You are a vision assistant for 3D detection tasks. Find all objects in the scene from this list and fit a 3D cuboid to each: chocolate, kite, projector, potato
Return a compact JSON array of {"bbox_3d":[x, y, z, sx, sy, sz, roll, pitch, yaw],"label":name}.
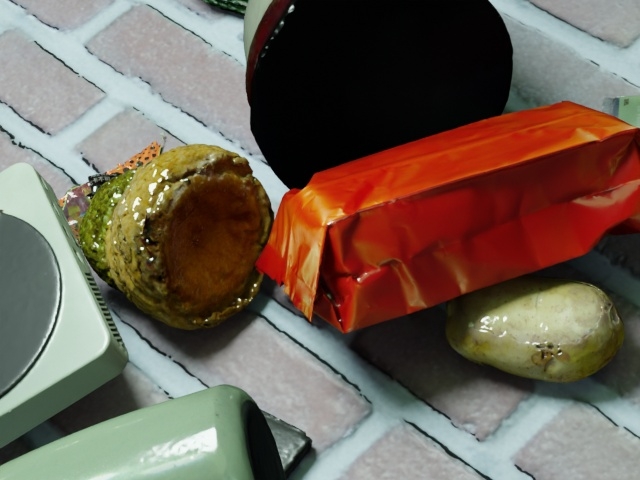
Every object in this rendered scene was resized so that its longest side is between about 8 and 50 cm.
[{"bbox_3d":[0.041,-0.193,1.778,0.284,0.283,0.186,-18,30,-7],"label":"chocolate"},{"bbox_3d":[-0.227,-0.025,1.813,0.222,0.008,0.125,-31,53,-17],"label":"kite"},{"bbox_3d":[-0.337,0.086,1.669,0.259,0.079,0.257,-32,55,3],"label":"projector"},{"bbox_3d":[0.198,0.080,1.616,0.170,0.080,0.107,6,43,13],"label":"potato"}]

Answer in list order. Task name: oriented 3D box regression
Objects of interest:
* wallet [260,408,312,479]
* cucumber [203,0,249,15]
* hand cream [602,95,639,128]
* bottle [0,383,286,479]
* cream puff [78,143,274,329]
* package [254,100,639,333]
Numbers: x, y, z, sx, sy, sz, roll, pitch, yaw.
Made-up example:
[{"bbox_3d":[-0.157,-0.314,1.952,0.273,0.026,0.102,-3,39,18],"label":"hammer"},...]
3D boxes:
[{"bbox_3d":[-0.123,0.242,1.563,0.124,0.025,0.244,23,59,28],"label":"wallet"},{"bbox_3d":[-0.021,-0.270,1.951,0.294,0.067,0.067,9,52,17],"label":"cucumber"},{"bbox_3d":[0.404,-0.122,1.777,0.235,0.055,0.086,-1,47,17],"label":"hand cream"},{"bbox_3d":[-0.204,0.246,1.460,0.347,0.168,0.168,-18,49,7],"label":"bottle"},{"bbox_3d":[-0.159,-0.014,1.699,0.169,0.183,0.183,13,51,44],"label":"cream puff"},{"bbox_3d":[0.152,-0.033,1.641,0.424,0.123,0.196,-16,18,-11],"label":"package"}]
